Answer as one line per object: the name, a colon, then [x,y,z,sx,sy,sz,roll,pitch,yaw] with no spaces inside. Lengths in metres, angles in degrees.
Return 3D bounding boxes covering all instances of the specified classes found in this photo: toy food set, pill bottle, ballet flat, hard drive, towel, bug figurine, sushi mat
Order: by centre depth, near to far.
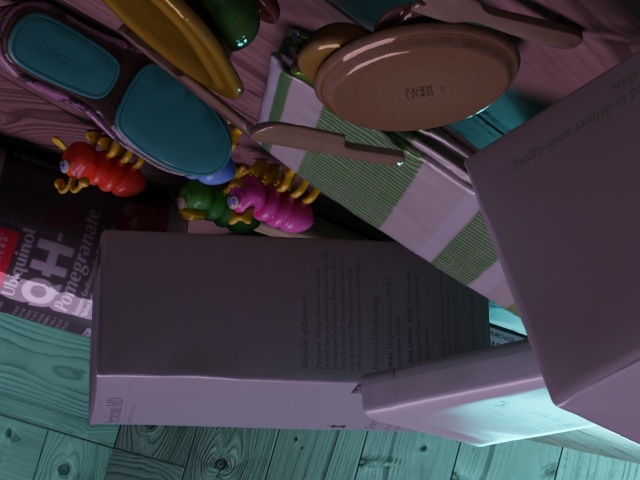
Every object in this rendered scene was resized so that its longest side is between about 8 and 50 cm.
toy food set: [-0.078,-0.150,0.934,0.128,0.071,0.218,38,173,15]
toy food set: [0.053,-0.106,0.953,0.132,0.038,0.192,10,153,-34]
towel: [0.098,-0.023,1.154,0.325,0.038,0.248,32,167,1]
ballet flat: [-0.162,-0.120,1.216,0.221,0.077,0.079,29,-177,-35]
hard drive: [0.246,0.119,1.399,0.353,0.047,0.233,-14,160,30]
bug figurine: [-0.118,-0.056,1.467,0.216,0.072,0.279,21,169,-27]
sushi mat: [0.000,0.000,1.750,0.317,0.019,0.151,23,169,-37]
pill bottle: [-0.320,-0.004,1.764,0.319,0.176,0.176,18,170,-15]

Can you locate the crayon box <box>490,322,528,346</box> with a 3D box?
crayon box: [0.029,0.102,1.973,0.363,0.106,0.313,19,176,-16]

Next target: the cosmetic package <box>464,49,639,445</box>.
cosmetic package: [0.264,0.027,0.880,0.197,0.155,0.365,-31,146,22]

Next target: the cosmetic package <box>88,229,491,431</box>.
cosmetic package: [-0.039,0.097,1.613,0.385,0.156,0.217,0,160,-8]
